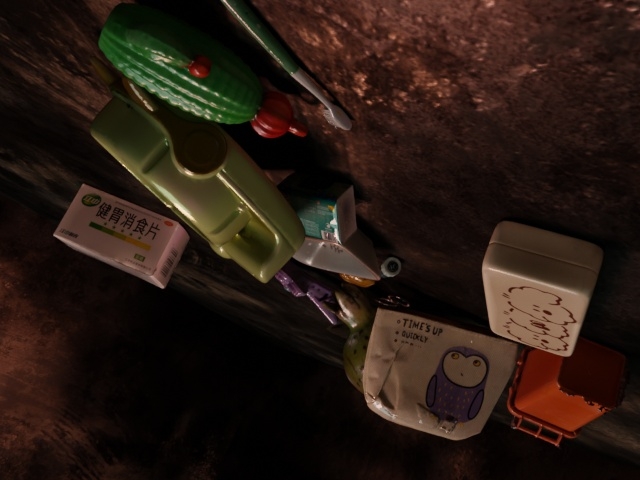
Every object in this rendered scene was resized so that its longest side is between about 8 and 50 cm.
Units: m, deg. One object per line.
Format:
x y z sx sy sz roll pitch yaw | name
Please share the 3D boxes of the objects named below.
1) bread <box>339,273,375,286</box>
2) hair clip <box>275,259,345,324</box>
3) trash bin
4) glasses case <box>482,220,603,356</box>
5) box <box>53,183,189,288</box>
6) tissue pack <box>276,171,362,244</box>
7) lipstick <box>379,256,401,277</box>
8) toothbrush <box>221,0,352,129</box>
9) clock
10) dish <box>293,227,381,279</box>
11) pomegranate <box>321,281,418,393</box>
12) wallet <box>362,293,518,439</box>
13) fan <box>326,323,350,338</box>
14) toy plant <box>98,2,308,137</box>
0.081 0.071 1.316 0.083 0.046 0.081 5 158 48 | bread
-0.034 0.115 1.529 0.278 0.090 0.137 30 -172 -14 | hair clip
0.478 0.291 1.216 0.161 0.184 0.239 22 159 7 | trash bin
0.325 0.084 0.928 0.144 0.076 0.336 18 163 25 | glasses case
-0.563 -0.014 1.768 0.332 0.173 0.145 22 163 8 | box
0.001 -0.057 0.969 0.111 0.079 0.085 15 131 29 | tissue pack
0.130 0.058 1.223 0.037 0.037 0.116 25 169 -1 | lipstick
-0.040 -0.195 0.662 0.024 0.018 0.257 19 166 43 | toothbrush
-0.193 -0.105 0.880 0.286 0.117 0.348 33 168 47 | clock
0.000 0.000 1.164 0.234 0.064 0.154 9 158 42 | dish
0.146 0.226 1.486 0.306 0.242 0.242 63 172 14 | pomegranate
0.242 0.275 1.325 0.335 0.275 0.068 16 -172 -2 | wallet
0.103 0.247 1.794 0.233 0.012 0.414 4 -176 -22 | fan
-0.136 -0.187 0.718 0.240 0.088 0.154 24 -179 -44 | toy plant
